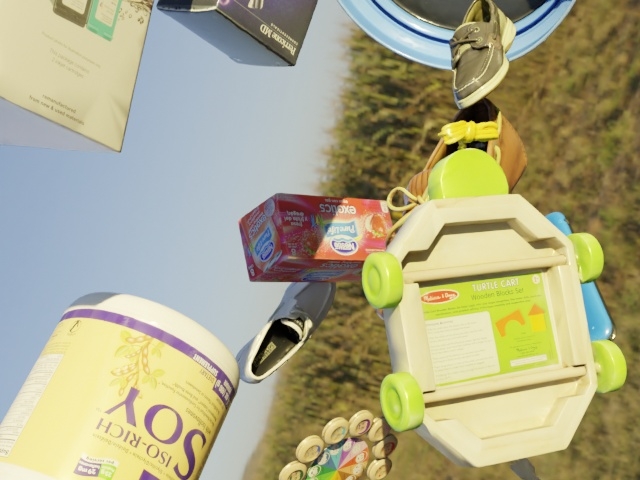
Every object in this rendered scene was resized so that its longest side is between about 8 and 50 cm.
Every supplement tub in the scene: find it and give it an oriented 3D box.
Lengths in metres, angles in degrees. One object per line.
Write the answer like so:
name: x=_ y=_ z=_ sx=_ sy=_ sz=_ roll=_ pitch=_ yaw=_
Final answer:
supplement tub: x=-0.261 y=0.254 z=1.140 sx=0.241 sy=0.241 sz=0.331 roll=100 pitch=-169 yaw=-59

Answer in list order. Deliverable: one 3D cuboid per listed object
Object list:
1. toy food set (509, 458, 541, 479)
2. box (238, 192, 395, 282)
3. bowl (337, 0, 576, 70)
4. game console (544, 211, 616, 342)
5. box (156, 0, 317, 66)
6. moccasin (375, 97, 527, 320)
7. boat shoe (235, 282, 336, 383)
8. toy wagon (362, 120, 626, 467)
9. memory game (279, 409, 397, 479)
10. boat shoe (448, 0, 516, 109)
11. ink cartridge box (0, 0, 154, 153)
toy food set: x=0.255 y=0.408 z=1.348 sx=0.192 sy=0.038 sz=0.132 roll=-43 pitch=39 yaw=-1
box: x=0.000 y=0.000 z=1.696 sx=0.128 sy=0.257 sz=0.122 roll=-31 pitch=65 yaw=47
bowl: x=0.180 y=-0.423 z=1.319 sx=0.077 sy=0.391 sz=0.391 roll=-56 pitch=-15 yaw=-41
game console: x=0.382 y=0.146 z=1.605 sx=0.250 sy=0.173 sz=0.293 roll=-38 pitch=37 yaw=25
box: x=-0.080 y=-0.333 z=1.152 sx=0.153 sy=0.108 sz=0.207 roll=25 pitch=-100 yaw=-50
moccasin: x=0.159 y=-0.044 z=1.194 sx=0.380 sy=0.139 sz=0.147 roll=-54 pitch=-54 yaw=-35
boat shoe: x=-0.056 y=0.158 z=1.799 sx=0.267 sy=0.096 sz=0.088 roll=-44 pitch=11 yaw=-19
toy wagon: x=0.171 y=0.049 z=0.984 sx=0.068 sy=0.267 sz=0.344 roll=153 pitch=110 yaw=-64
memory game: x=0.022 y=0.290 z=1.194 sx=0.012 sy=0.186 sz=0.186 roll=40 pitch=126 yaw=44
boat shoe: x=0.199 y=-0.247 z=1.240 sx=0.080 sy=0.073 sz=0.223 roll=-28 pitch=22 yaw=35
ink cartridge box: x=-0.296 y=-0.244 z=0.919 sx=0.197 sy=0.198 sz=0.270 roll=25 pitch=-107 yaw=-60
